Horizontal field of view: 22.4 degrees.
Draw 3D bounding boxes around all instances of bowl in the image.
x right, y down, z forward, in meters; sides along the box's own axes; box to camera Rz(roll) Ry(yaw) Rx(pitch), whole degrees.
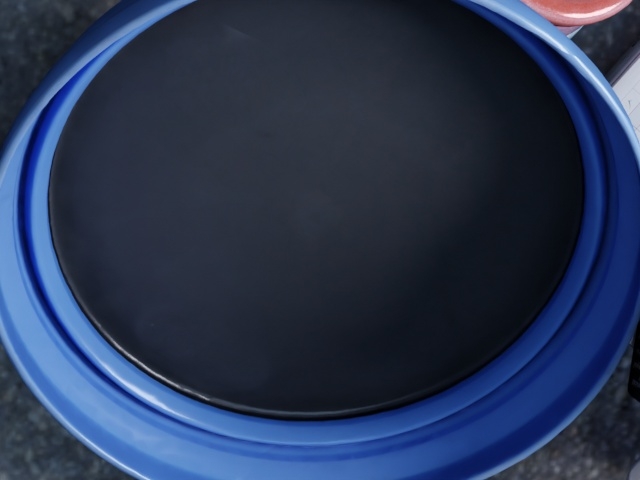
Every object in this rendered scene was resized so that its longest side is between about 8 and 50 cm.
[{"bbox_3d":[0.000,0.000,0.965,0.391,0.077,0.391,-1,124,-2],"label":"bowl"}]

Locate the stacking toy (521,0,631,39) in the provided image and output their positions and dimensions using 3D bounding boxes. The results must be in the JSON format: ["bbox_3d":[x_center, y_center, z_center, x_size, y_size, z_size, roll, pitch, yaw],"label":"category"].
[{"bbox_3d":[0.059,-0.262,1.014,0.309,0.130,0.280,15,76,-16],"label":"stacking toy"}]

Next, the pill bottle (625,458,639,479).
[{"bbox_3d":[0.236,0.303,1.057,0.181,0.181,0.323,1,114,-10],"label":"pill bottle"}]

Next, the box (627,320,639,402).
[{"bbox_3d":[0.323,0.057,0.948,0.247,0.163,0.142,8,93,2],"label":"box"}]

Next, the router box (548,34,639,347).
[{"bbox_3d":[0.329,-0.040,1.065,0.301,0.082,0.335,42,95,-1],"label":"router box"}]
